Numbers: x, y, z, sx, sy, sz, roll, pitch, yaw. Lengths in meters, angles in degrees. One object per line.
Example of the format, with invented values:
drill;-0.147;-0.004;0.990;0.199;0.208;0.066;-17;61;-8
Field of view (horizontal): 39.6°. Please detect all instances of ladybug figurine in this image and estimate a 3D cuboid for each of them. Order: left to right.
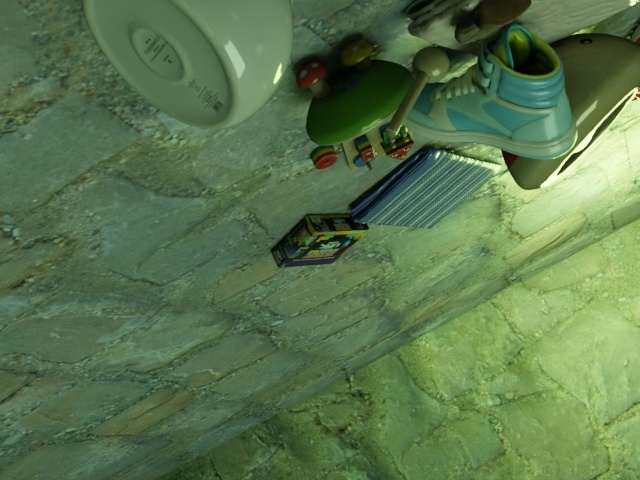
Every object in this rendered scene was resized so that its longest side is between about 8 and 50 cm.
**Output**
ladybug figurine;0.442;-0.242;1.631;0.305;0.162;0.449;-45;169;-6

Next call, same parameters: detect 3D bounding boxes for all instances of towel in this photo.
towel;0.235;-0.113;1.948;0.243;0.040;0.336;-41;156;27
towel;0.340;-0.368;1.331;0.332;0.053;0.317;-20;168;40

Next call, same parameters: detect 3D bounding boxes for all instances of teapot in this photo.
teapot;-0.119;-0.261;0.970;0.187;0.256;0.252;-52;146;-26

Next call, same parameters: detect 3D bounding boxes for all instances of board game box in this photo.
board game box;0.000;0.000;1.908;0.170;0.048;0.141;-3;148;-45

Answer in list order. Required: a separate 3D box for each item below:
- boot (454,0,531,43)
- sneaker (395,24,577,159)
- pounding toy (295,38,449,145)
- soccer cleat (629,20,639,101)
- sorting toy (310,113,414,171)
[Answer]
boot;0.247;-0.314;1.268;0.119;0.042;0.087;-15;176;19
sneaker;0.249;-0.257;1.407;0.127;0.319;0.208;-55;145;-31
pounding toy;0.054;-0.239;1.316;0.237;0.110;0.183;2;-136;52
soccer cleat;0.645;-0.336;1.774;0.109;0.116;0.318;-18;157;-21
sorting toy;0.120;-0.178;1.638;0.275;0.046;0.132;-26;159;-1
